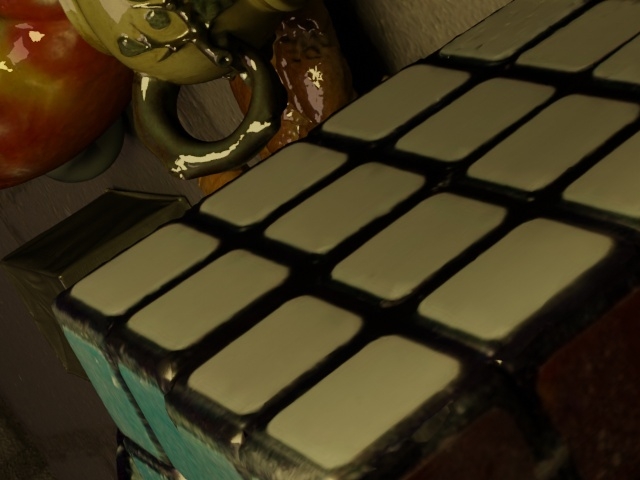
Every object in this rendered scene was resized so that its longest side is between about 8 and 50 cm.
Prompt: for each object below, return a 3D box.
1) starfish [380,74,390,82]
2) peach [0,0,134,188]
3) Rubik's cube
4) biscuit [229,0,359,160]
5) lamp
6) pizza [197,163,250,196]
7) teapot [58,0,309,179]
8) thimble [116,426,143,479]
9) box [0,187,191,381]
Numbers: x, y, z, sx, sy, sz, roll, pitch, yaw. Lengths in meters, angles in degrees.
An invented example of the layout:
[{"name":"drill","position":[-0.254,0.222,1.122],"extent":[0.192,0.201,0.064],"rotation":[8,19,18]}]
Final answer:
[{"name":"starfish","position":[0.067,-0.035,1.338],"extent":[0.238,0.057,0.213],"rotation":[50,164,59]},{"name":"peach","position":[-0.316,-0.197,1.618],"extent":[0.406,0.310,0.335],"rotation":[23,147,58]},{"name":"Rubik's cube","position":[0.130,0.106,0.955],"extent":[0.337,0.343,0.344],"rotation":[18,139,63]},{"name":"biscuit","position":[-0.023,-0.109,1.377],"extent":[0.226,0.042,0.226],"rotation":[160,90,-75]},{"name":"lamp","position":[-0.240,-0.106,1.899],"extent":[0.105,0.105,0.105],"rotation":[47,160,23]},{"name":"pizza","position":[-0.002,0.001,1.486],"extent":[0.134,0.056,0.271],"rotation":[14,-162,-36]},{"name":"teapot","position":[-0.061,-0.175,1.211],"extent":[0.173,0.182,0.270],"rotation":[13,-112,-62]},{"name":"thimble","position":[-0.070,0.210,1.823],"extent":[0.150,0.237,0.237],"rotation":[19,140,61]},{"name":"box","position":[-0.199,0.051,2.000],"extent":[0.155,0.149,0.231],"rotation":[61,161,-16]}]
